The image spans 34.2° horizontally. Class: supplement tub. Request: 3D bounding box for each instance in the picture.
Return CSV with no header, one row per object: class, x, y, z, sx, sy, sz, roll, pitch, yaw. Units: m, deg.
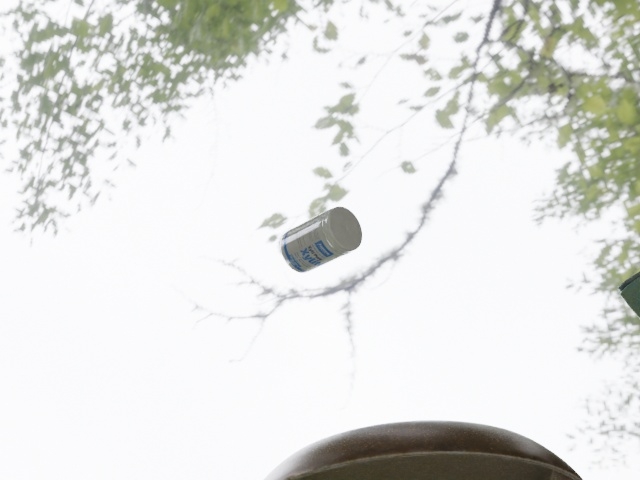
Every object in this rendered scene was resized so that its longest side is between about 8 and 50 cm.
supplement tub,0.000,0.000,1.496,0.071,0.107,0.071,21,-123,-36

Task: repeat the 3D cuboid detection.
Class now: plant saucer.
plant saucer,0.083,0.229,0.925,0.310,0.310,0.050,10,-125,-20

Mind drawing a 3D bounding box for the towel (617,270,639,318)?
towel,0.624,0.063,1.367,0.370,0.040,0.271,-39,-109,17
